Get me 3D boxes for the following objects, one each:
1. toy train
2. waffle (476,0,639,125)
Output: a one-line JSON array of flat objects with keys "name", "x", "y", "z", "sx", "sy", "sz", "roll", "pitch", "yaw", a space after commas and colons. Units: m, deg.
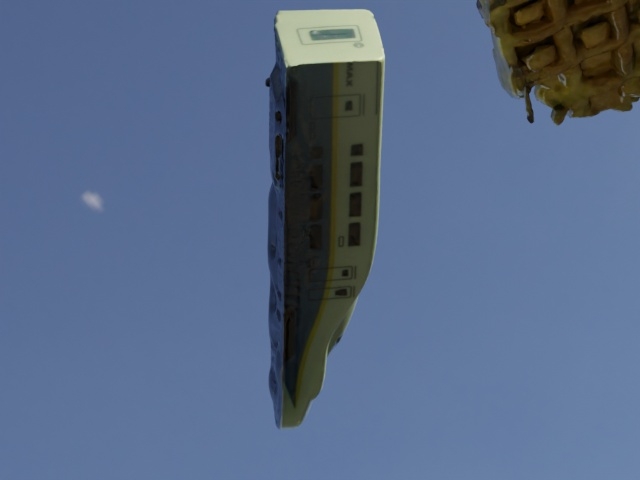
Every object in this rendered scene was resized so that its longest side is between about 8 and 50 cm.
[{"name": "toy train", "x": 0.000, "y": 0.000, "z": 0.900, "sx": 0.051, "sy": 0.052, "sz": 0.234, "roll": -3, "pitch": -53, "yaw": -6}, {"name": "waffle", "x": 0.208, "y": -0.195, "z": 1.243, "sx": 0.262, "sy": 0.060, "sz": 0.280, "roll": 15, "pitch": -49, "yaw": -31}]
